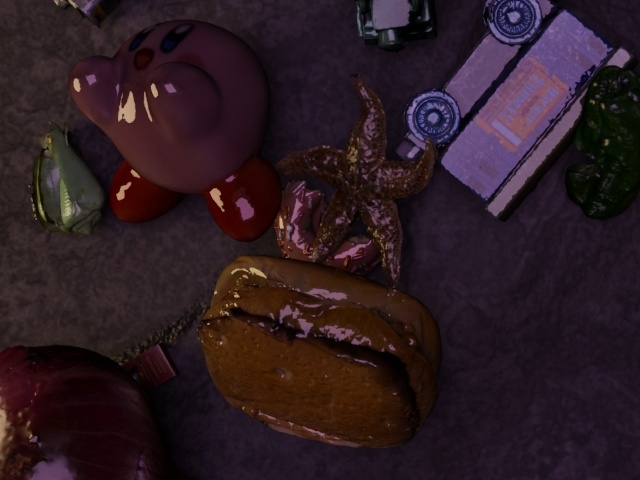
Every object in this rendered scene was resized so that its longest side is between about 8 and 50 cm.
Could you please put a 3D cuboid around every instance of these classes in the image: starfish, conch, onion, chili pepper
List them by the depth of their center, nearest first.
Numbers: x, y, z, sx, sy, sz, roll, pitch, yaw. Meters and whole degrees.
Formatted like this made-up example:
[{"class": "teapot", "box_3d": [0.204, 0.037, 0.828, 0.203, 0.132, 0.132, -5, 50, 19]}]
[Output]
[{"class": "chili pepper", "box_3d": [0.359, -0.110, 1.674, 0.099, 0.253, 0.083, 31, 63, 21]}, {"class": "starfish", "box_3d": [0.045, -0.070, 1.733, 0.236, 0.062, 0.277, -7, 99, 27]}, {"class": "onion", "box_3d": [-0.301, 0.316, 1.780, 0.385, 0.348, 0.347, 23, 97, -31]}, {"class": "conch", "box_3d": [-0.356, -0.077, 1.870, 0.106, 0.079, 0.170, -26, 72, 3]}]

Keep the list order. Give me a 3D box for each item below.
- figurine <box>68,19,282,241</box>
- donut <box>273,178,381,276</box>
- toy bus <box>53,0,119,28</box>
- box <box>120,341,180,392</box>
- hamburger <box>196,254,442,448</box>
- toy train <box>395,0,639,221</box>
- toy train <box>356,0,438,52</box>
[{"class": "figurine", "box_3d": [-0.167, -0.165, 1.771, 0.270, 0.211, 0.261, 8, 136, 34]}, {"class": "donut", "box_3d": [0.000, 0.000, 1.815, 0.166, 0.065, 0.117, 32, 95, 8]}, {"class": "toy bus", "box_3d": [-0.375, -0.408, 1.854, 0.268, 0.092, 0.106, 43, 88, 6]}, {"class": "box", "box_3d": [-0.241, 0.182, 1.879, 0.082, 0.023, 0.051, -30, 86, 9]}, {"class": "hamburger", "box_3d": [0.003, 0.136, 1.710, 0.305, 0.284, 0.174, 14, 64, 8]}, {"class": "toy train", "box_3d": [0.243, -0.183, 1.744, 0.202, 0.131, 0.299, 39, 100, 1]}, {"class": "toy train", "box_3d": [0.094, -0.371, 1.743, 0.115, 0.154, 0.269, -5, 90, 10]}]
